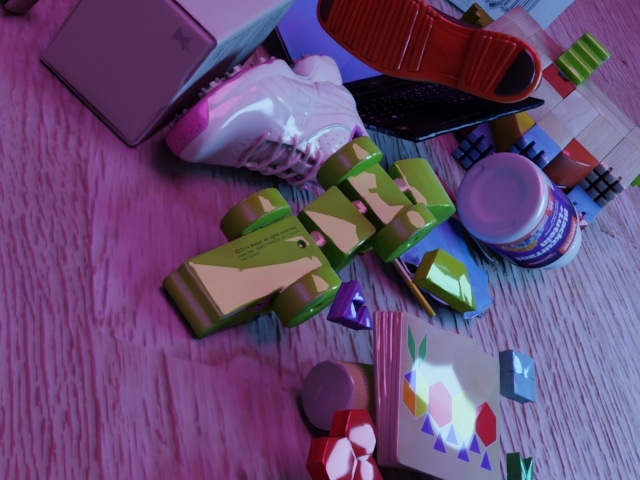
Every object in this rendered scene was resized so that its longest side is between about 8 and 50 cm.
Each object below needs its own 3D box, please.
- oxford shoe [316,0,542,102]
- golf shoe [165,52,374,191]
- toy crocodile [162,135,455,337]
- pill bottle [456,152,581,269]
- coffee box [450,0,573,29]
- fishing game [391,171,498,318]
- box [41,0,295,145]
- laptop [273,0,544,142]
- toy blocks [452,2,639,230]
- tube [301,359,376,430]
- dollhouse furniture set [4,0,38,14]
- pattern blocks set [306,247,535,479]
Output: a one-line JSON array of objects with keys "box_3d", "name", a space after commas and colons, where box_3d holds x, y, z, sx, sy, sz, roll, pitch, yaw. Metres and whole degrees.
[{"box_3d": [0.123, -0.221, 1.383, 0.271, 0.097, 0.098, 26, 8, 11], "name": "oxford shoe"}, {"box_3d": [-0.036, -0.110, 1.230, 0.140, 0.115, 0.306, 54, 32, 7], "name": "golf shoe"}, {"box_3d": [0.000, 0.000, 1.126, 0.340, 0.105, 0.115, -30, 75, -38], "name": "toy crocodile"}, {"box_3d": [0.246, -0.026, 1.442, 0.193, 0.108, 0.108, 29, 30, -57], "name": "pill bottle"}, {"box_3d": [0.312, -0.588, 1.986, 0.338, 0.338, 0.334, 34, 32, -19], "name": "coffee box"}, {"box_3d": [0.125, 0.012, 1.348, 0.189, 0.041, 0.264, 54, 25, 0], "name": "fishing game"}, {"box_3d": [-0.140, -0.217, 1.193, 0.127, 0.148, 0.232, 44, 30, -2], "name": "box"}, {"box_3d": [0.097, -0.227, 1.437, 0.234, 0.136, 0.264, -19, 29, -39], "name": "laptop"}, {"box_3d": [0.285, -0.150, 1.629, 0.381, 0.191, 0.261, 47, 42, 4], "name": "toy blocks"}, {"box_3d": [0.084, 0.150, 1.116, 0.062, 0.070, 0.240, 16, 0, 43], "name": "tube"}, {"box_3d": [-0.316, -0.305, 1.078, 0.161, 0.101, 0.182, 51, 11, 9], "name": "dollhouse furniture set"}, {"box_3d": [0.104, 0.146, 1.075, 0.325, 0.026, 0.285, 38, 51, -40], "name": "pattern blocks set"}]
